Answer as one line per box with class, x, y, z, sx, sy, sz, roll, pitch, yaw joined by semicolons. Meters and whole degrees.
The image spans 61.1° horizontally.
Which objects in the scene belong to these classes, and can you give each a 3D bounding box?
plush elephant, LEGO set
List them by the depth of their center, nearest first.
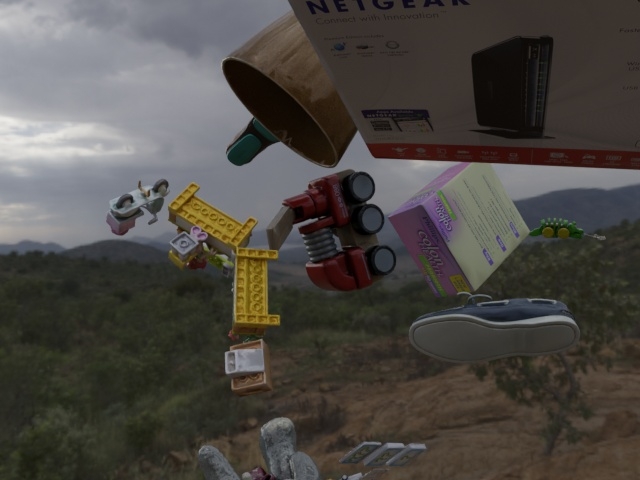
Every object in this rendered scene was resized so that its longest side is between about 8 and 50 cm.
LEGO set;-0.119;0.050;0.624;0.132;0.287;0.107;-29;-23;-31
plush elephant;-0.118;0.433;0.848;0.271;0.255;0.330;-31;47;-12
LEGO set;0.076;0.478;1.068;0.182;0.060;0.244;19;-55;-38

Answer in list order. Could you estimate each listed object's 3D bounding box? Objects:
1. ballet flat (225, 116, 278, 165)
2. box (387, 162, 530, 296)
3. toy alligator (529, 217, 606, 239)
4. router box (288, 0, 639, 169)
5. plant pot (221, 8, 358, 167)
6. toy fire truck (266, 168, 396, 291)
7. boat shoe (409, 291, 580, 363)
ballet flat;-0.156;-0.320;1.522;0.316;0.106;0.107;-23;-55;39
box;0.307;-0.034;1.188;0.243;0.214;0.117;-38;9;-32
toy alligator;0.650;-0.032;1.432;0.189;0.051;0.056;3;9;22
router box;0.176;-0.165;0.485;0.335;0.082;0.301;6;-14;22
plant pot;0.016;-0.288;0.869;0.254;0.237;0.237;-49;9;-9
toy fire truck;0.000;0.000;0.974;0.246;0.217;0.158;-20;7;-27
boat shoe;0.269;0.132;0.860;0.254;0.095;0.079;-8;28;12
